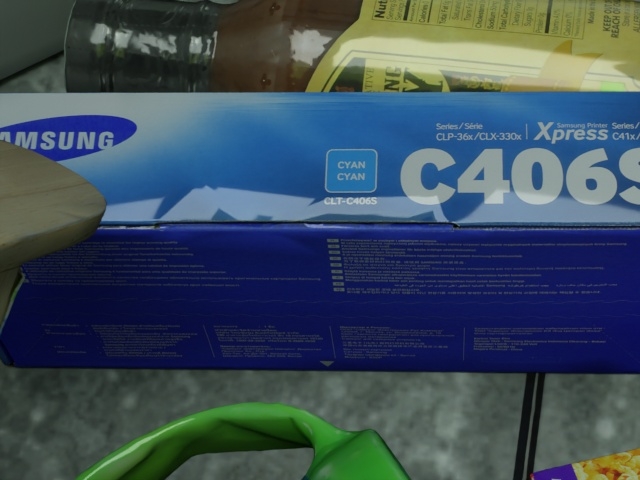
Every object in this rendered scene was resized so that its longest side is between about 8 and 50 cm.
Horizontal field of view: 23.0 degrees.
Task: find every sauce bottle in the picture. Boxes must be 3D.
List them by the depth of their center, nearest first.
[{"bbox_3d":[0.037,-0.084,0.841,0.344,0.111,0.111,6,63,9],"label":"sauce bottle"}]

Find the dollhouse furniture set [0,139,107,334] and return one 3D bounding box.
[{"bbox_3d":[-0.314,0.059,0.698,0.394,0.256,0.362,28,105,11],"label":"dollhouse furniture set"}]

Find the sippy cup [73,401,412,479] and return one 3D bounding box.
[{"bbox_3d":[-0.004,0.231,0.625,0.224,0.240,0.305,-34,30,-2],"label":"sippy cup"}]

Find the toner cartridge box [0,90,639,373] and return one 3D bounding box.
[{"bbox_3d":[0.000,0.000,0.767,0.347,0.165,0.075,0,62,4],"label":"toner cartridge box"}]

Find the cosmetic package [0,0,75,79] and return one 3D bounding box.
[{"bbox_3d":[-0.127,-0.249,0.914,0.365,0.155,0.197,-28,66,-11],"label":"cosmetic package"}]

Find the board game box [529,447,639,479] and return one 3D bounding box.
[{"bbox_3d":[0.207,0.149,0.710,0.193,0.045,0.147,-12,38,-3],"label":"board game box"}]
